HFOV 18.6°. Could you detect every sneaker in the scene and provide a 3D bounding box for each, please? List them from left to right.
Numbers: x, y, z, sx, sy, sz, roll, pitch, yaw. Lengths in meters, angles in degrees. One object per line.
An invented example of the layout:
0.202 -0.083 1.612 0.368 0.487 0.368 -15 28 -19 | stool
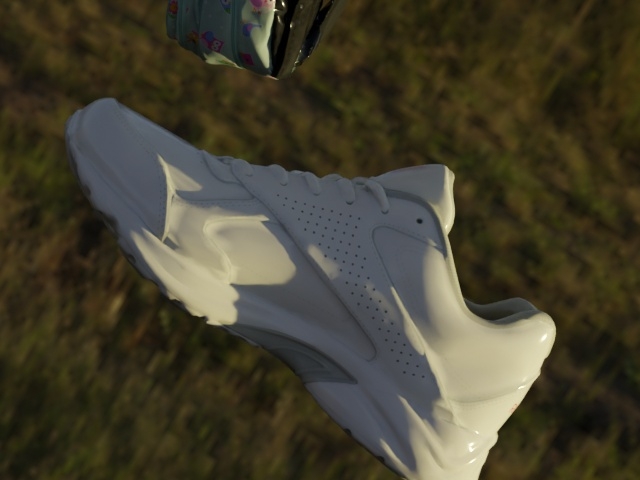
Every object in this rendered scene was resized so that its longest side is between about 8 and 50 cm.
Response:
0.000 0.000 0.830 0.232 0.115 0.090 37 4 -7 | sneaker

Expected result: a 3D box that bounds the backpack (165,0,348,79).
-0.040 -0.206 1.352 0.115 0.182 0.152 19 26 19 | backpack
